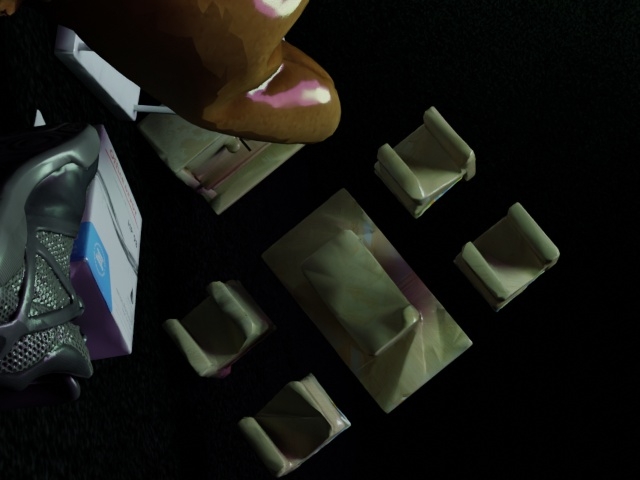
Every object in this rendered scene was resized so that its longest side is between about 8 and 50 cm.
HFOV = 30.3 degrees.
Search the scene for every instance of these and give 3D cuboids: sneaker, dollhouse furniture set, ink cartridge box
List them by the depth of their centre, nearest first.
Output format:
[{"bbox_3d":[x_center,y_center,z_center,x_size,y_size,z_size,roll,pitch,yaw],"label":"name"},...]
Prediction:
[{"bbox_3d":[-0.178,0.014,0.698,0.227,0.087,0.130,-84,166,-61],"label":"sneaker"},{"bbox_3d":[-0.177,-0.011,0.874,0.180,0.060,0.104,-95,173,-45],"label":"ink cartridge box"},{"bbox_3d":[0.000,0.000,1.320,0.394,0.362,0.256,51,1,11],"label":"dollhouse furniture set"}]

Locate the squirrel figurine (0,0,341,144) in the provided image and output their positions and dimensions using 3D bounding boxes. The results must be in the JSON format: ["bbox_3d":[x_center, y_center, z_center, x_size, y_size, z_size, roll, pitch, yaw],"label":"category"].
[{"bbox_3d":[-0.055,-0.282,0.704,0.397,0.370,0.281,1,57,-48],"label":"squirrel figurine"}]

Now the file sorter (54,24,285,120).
[{"bbox_3d":[-0.115,-0.266,1.089,0.193,0.173,0.278,61,34,-77],"label":"file sorter"}]
